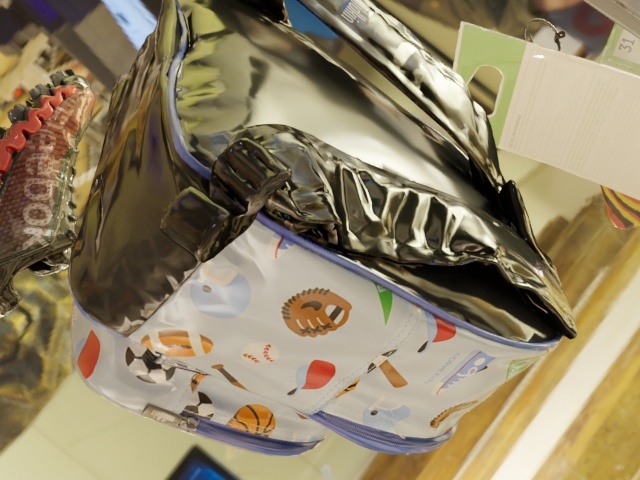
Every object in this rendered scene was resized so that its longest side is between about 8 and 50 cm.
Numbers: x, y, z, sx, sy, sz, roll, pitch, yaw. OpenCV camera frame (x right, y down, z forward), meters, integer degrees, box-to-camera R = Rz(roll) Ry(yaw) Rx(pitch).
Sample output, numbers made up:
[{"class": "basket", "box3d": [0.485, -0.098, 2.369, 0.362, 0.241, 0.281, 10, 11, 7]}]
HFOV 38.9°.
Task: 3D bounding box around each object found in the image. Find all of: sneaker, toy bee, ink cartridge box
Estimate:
[{"class": "sneaker", "box3d": [-0.284, -0.042, 0.884, 0.098, 0.135, 0.276, -23, -145, 54]}, {"class": "toy bee", "box3d": [0.384, -0.158, 1.160, 0.195, 0.298, 0.162, -54, -163, -25]}, {"class": "ink cartridge box", "box3d": [0.235, -0.122, 0.806, 0.056, 0.235, 0.171, -61, 166, -23]}]

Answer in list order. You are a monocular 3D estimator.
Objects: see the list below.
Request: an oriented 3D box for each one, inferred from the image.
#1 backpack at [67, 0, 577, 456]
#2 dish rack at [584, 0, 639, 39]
[{"class": "backpack", "box3d": [0.000, 0.000, 0.511, 0.213, 0.263, 0.276, -51, -154, 33]}, {"class": "dish rack", "box3d": [0.283, -0.159, 0.444, 0.285, 0.333, 0.072, -41, 153, -7]}]
